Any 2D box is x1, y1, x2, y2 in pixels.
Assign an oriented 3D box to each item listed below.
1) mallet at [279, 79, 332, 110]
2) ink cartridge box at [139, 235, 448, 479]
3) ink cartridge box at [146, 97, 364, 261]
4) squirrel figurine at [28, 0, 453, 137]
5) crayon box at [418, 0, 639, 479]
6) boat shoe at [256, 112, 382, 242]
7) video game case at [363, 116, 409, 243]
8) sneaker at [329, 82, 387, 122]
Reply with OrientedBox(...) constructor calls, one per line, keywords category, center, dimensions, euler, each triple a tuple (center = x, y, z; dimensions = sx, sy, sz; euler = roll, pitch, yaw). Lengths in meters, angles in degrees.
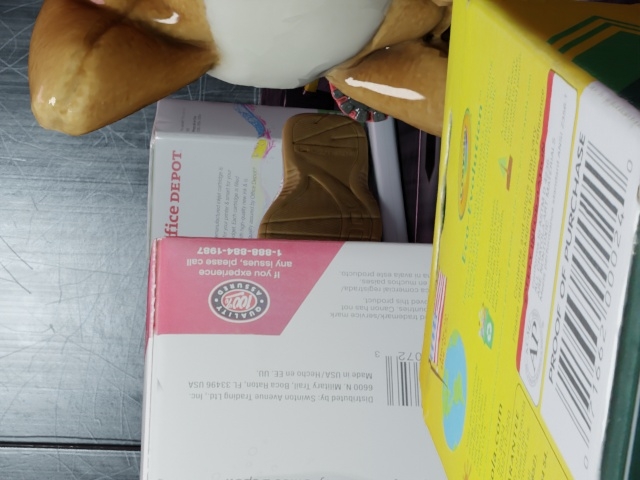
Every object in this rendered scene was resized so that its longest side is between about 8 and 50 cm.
OrientedBox(category="mallet", center=(0.009, -0.211, 1.856), dimensions=(0.039, 0.062, 0.189), euler=(-95, 24, -43))
OrientedBox(category="ink cartridge box", center=(0.006, 0.146, 0.845), dimensions=(0.117, 0.207, 0.283), euler=(100, 170, -59))
OrientedBox(category="ink cartridge box", center=(-0.066, -0.052, 1.599), dimensions=(0.093, 0.212, 0.154), euler=(-97, 11, -59))
OrientedBox(category="squirrel figurine", center=(-0.004, -0.297, 0.907), dimensions=(0.397, 0.281, 0.370), euler=(-97, 17, -44))
OrientedBox(category="crayon box", center=(0.102, 0.021, 0.597), dimensions=(0.318, 0.081, 0.202), euler=(-107, 21, -71))
OrientedBox(category="boat shoe", center=(0.000, 0.000, 1.325), dimensions=(0.277, 0.098, 0.096), euler=(-81, -2, -55))
OrientedBox(category="video game case", center=(0.048, 0.012, 1.398), dimensions=(0.193, 0.023, 0.212), euler=(99, 170, -46))
OrientedBox(category="sneaker", center=(0.033, -0.212, 1.333), dimensions=(0.093, 0.088, 0.225), euler=(-129, 42, -83))
